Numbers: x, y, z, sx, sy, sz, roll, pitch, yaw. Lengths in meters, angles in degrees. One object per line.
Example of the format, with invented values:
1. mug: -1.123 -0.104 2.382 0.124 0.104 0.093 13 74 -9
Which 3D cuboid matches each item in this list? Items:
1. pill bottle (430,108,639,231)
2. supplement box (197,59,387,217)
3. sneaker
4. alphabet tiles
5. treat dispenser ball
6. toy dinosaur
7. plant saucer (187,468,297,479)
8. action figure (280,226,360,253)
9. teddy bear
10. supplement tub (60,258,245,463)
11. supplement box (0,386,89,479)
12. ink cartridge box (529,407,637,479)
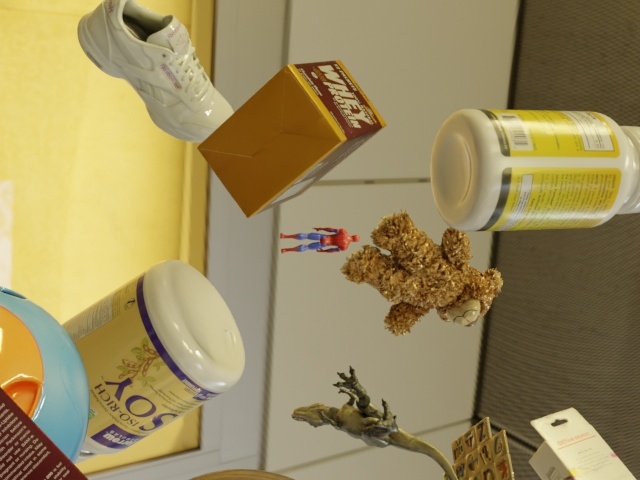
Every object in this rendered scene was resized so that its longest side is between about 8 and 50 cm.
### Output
1. pill bottle: 0.359 -0.110 1.250 0.188 0.333 0.188 179 -90 -73
2. supplement box: -0.037 -0.155 1.175 0.191 0.194 0.129 -37 -93 27
3. sneaker: -0.243 -0.271 1.281 0.152 0.305 0.114 -23 -141 44
4. alphabet tiles: 0.376 0.608 1.868 0.285 0.011 0.343 124 -28 -47
5. treat dispenser ball: -0.401 0.187 0.867 0.288 0.288 0.288 9 -79 55
6. toy dinosaur: 0.069 0.236 1.028 0.268 0.064 0.118 17 -39 37
7. plant saucer: -0.075 0.342 0.688 0.041 0.277 0.278 75 -3 -72
8. action figure: 0.000 0.000 1.150 0.030 0.115 0.038 -86 174 -87
9. teddy bear: 0.199 0.074 1.493 0.245 0.338 0.113 -39 -148 3
10. supplement tub: -0.321 0.209 1.333 0.331 0.241 0.241 -32 -118 13
11. supplement box: -0.270 0.165 0.642 0.130 0.073 0.239 17 -36 44
12. ink cartridge box: 0.433 0.382 1.314 0.198 0.115 0.067 56 -40 38
